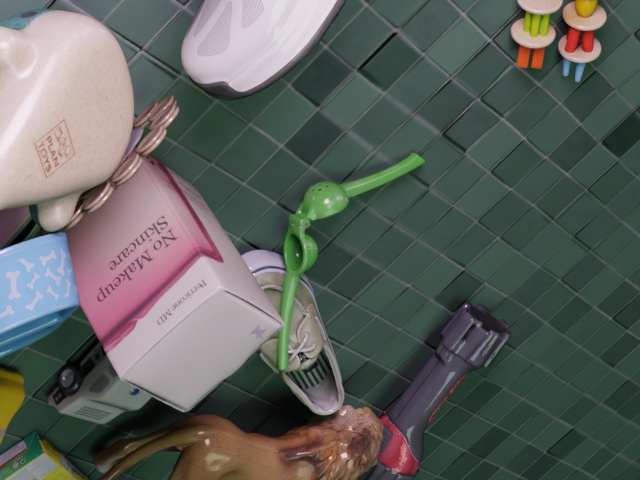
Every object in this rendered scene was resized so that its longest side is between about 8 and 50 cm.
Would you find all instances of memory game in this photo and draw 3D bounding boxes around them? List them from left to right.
[{"bbox_3d":[-0.208,-0.076,1.521,0.186,0.186,0.012,-42,109,9],"label":"memory game"}]

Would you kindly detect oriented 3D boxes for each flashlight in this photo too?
[{"bbox_3d":[0.160,0.228,2.170,0.103,0.103,0.304,32,108,-10],"label":"flashlight"}]

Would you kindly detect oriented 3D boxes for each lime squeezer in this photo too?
[{"bbox_3d":[0.000,0.000,1.812,0.310,0.059,0.110,-57,140,-7],"label":"lime squeezer"}]

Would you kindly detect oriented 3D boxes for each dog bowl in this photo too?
[{"bbox_3d":[-0.331,0.072,1.533,0.166,0.074,0.297,-23,177,-22],"label":"dog bowl"}]

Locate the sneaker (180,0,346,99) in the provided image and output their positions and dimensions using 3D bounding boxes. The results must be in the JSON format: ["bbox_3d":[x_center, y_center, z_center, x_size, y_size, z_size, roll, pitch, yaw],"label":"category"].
[{"bbox_3d":[-0.063,-0.355,1.363,0.257,0.169,0.447,21,109,-37],"label":"sneaker"}]

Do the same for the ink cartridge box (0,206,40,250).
[{"bbox_3d":[-0.361,-0.012,1.539,0.171,0.056,0.235,-46,174,16],"label":"ink cartridge box"}]

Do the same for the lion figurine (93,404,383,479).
[{"bbox_3d":[-0.103,0.290,1.982,0.240,0.142,0.392,-36,153,30],"label":"lion figurine"}]

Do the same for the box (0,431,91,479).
[{"bbox_3d":[-0.356,0.321,1.932,0.105,0.043,0.179,-34,140,-1],"label":"box"}]

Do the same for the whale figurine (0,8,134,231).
[{"bbox_3d":[-0.290,-0.101,1.394,0.272,0.141,0.216,-52,143,-40],"label":"whale figurine"}]

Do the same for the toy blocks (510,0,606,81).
[{"bbox_3d":[0.280,-0.239,1.790,0.123,0.054,0.148,-21,141,-18],"label":"toy blocks"}]

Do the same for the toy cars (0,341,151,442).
[{"bbox_3d":[-0.325,0.198,1.786,0.394,0.087,0.176,-21,141,-17],"label":"toy cars"}]

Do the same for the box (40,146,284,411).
[{"bbox_3d":[-0.171,0.039,1.610,0.148,0.232,0.127,-42,142,9],"label":"box"}]

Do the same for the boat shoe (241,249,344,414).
[{"bbox_3d":[-0.033,0.118,1.908,0.109,0.094,0.302,-34,142,0],"label":"boat shoe"}]
